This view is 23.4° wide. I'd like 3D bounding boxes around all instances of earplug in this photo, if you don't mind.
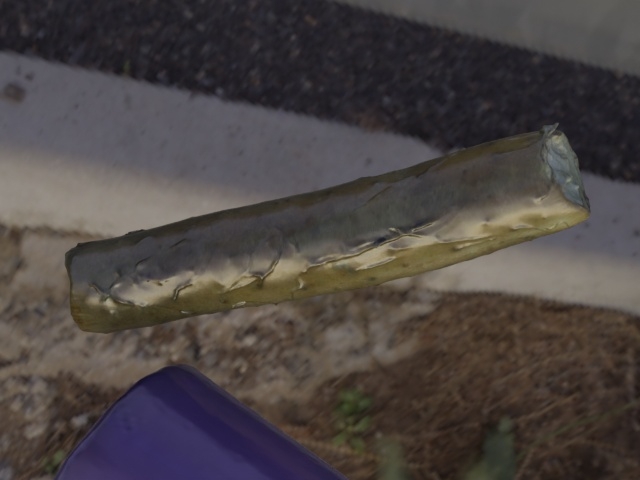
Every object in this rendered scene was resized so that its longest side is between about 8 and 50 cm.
[{"bbox_3d":[0.026,0.286,1.052,0.455,0.215,0.215,30,55,18],"label":"earplug"}]

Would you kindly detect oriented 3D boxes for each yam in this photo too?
[{"bbox_3d":[0.000,0.000,1.080,0.371,0.083,0.083,-15,68,10],"label":"yam"}]
